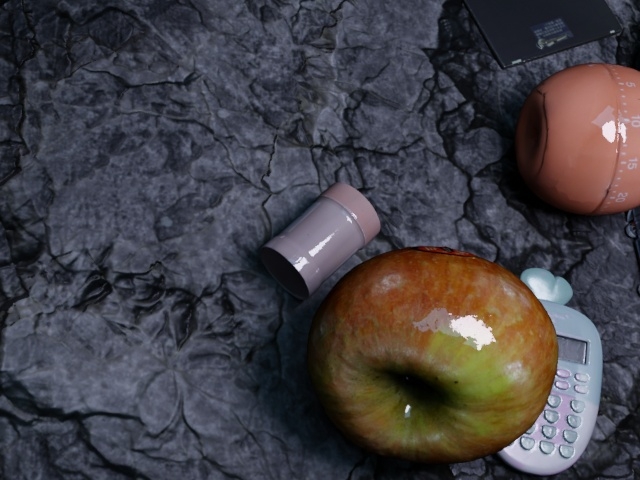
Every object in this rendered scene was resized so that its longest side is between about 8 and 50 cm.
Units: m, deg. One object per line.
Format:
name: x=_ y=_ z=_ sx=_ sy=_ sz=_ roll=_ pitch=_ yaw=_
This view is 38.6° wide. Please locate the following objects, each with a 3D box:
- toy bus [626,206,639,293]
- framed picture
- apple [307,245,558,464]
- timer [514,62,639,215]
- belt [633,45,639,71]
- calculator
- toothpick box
toy bus: x=0.532 y=0.019 z=1.405 sx=0.077 sy=0.079 sz=0.174 roll=5 pitch=66 yaw=-20
framed picture: x=0.346 y=-0.470 z=1.600 sx=0.255 sy=0.014 sz=0.338 roll=-20 pitch=73 yaw=-19
apple: x=0.142 y=0.136 z=1.170 sx=0.309 sy=0.277 sz=0.250 roll=27 pitch=33 yaw=-4
timer: x=0.412 y=-0.150 z=1.362 sx=0.215 sy=0.229 sz=0.229 roll=4 pitch=67 yaw=-10
belt: x=0.645 y=-0.265 z=1.525 sx=0.207 sy=0.116 sz=0.267 roll=-15 pitch=69 yaw=-14
calculator: x=0.312 y=0.183 z=1.304 sx=0.186 sy=0.041 sz=0.298 roll=12 pitch=68 yaw=-8
toothpick box: x=0.000 y=0.000 z=1.279 sx=0.098 sy=0.098 sz=0.149 roll=44 pitch=66 yaw=8
